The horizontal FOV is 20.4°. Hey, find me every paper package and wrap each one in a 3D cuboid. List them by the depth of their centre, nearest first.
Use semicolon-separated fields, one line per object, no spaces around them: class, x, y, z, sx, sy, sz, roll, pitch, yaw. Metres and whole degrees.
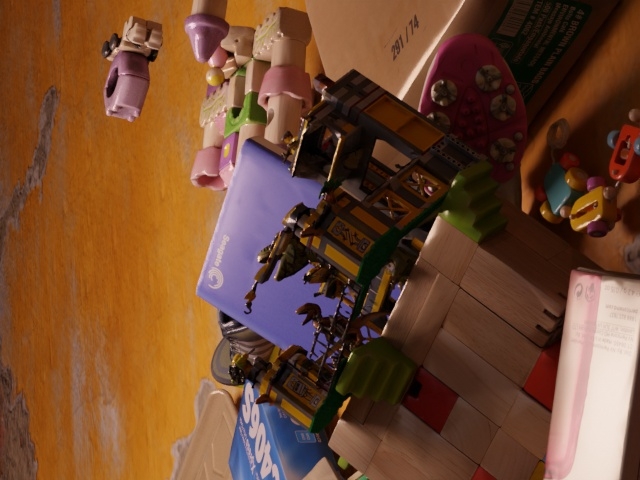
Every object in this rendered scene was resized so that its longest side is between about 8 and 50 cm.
paper package;0.138;-0.260;1.898;0.325;0.168;0.309;-57;36;42

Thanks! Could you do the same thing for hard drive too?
hard drive;0.016;0.046;2.012;0.318;0.040;0.210;31;116;24

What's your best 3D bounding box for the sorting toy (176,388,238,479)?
sorting toy;-0.143;0.392;2.487;0.229;0.041;0.307;57;134;48

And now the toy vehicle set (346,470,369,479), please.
toy vehicle set;0.103;0.304;1.972;0.267;0.035;0.166;133;138;-52

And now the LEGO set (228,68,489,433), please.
LEGO set;0.000;0.000;1.683;0.192;0.255;0.331;35;146;18

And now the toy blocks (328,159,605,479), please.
toy blocks;0.179;0.148;1.646;0.261;0.190;0.381;37;124;21

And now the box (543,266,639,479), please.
box;0.285;0.148;1.486;0.127;0.148;0.232;-169;87;-66

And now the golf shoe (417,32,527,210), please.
golf shoe;0.151;-0.073;1.798;0.140;0.115;0.306;-97;0;-64

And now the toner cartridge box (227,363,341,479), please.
toner cartridge box;-0.036;0.315;2.167;0.348;0.075;0.165;-113;30;-57

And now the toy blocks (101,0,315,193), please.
toy blocks;-0.103;-0.130;2.211;0.288;0.309;0.260;-29;51;61

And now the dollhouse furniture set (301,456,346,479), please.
dollhouse furniture set;0.084;0.274;1.874;0.183;0.129;0.129;-44;36;8

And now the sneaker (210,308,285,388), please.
sneaker;-0.089;0.106;2.341;0.300;0.121;0.111;131;140;-51

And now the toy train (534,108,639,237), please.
toy train;0.270;-0.064;1.708;0.166;0.046;0.125;16;91;66
